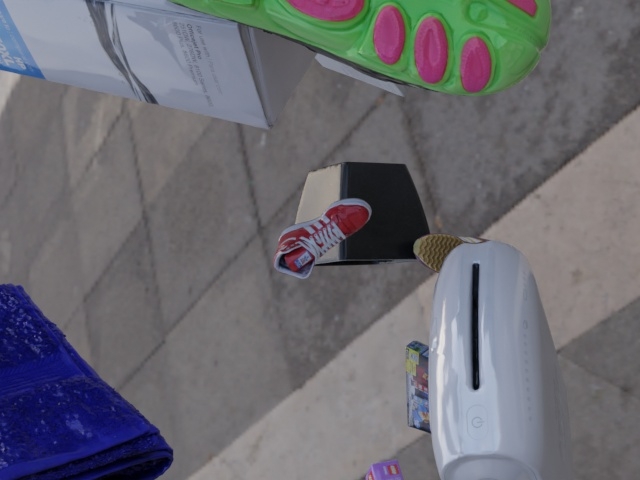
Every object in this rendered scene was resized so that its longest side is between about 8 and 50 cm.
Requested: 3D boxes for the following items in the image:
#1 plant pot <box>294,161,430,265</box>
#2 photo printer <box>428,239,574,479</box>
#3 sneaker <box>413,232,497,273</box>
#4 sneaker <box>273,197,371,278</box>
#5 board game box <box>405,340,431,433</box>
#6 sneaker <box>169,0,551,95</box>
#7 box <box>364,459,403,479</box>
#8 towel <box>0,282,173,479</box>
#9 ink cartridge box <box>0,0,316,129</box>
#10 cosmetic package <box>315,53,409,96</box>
[{"bbox_3d":[0.065,-0.043,1.807,0.188,0.187,0.167,-10,81,60],"label":"plant pot"},{"bbox_3d":[0.185,0.168,1.071,0.107,0.308,0.256,-8,50,17],"label":"photo printer"},{"bbox_3d":[0.232,0.025,1.767,0.084,0.185,0.070,-159,80,-73],"label":"sneaker"},{"bbox_3d":[0.000,0.000,1.131,0.118,0.042,0.067,-26,24,29],"label":"sneaker"},{"bbox_3d":[0.242,0.280,1.851,0.194,0.060,0.194,24,135,34],"label":"board game box"},{"bbox_3d":[-0.027,-0.253,0.976,0.185,0.482,0.202,-60,-7,1],"label":"sneaker"},{"bbox_3d":[0.139,0.585,1.985,0.201,0.057,0.293,104,155,-53],"label":"box"},{"bbox_3d":[-0.311,0.143,1.013,0.308,0.227,0.076,33,119,38],"label":"towel"},{"bbox_3d":[-0.180,-0.311,1.211,0.394,0.166,0.286,15,57,22],"label":"ink cartridge box"},{"bbox_3d":[0.082,-0.369,1.859,0.183,0.151,0.151,24,87,24],"label":"cosmetic package"}]
